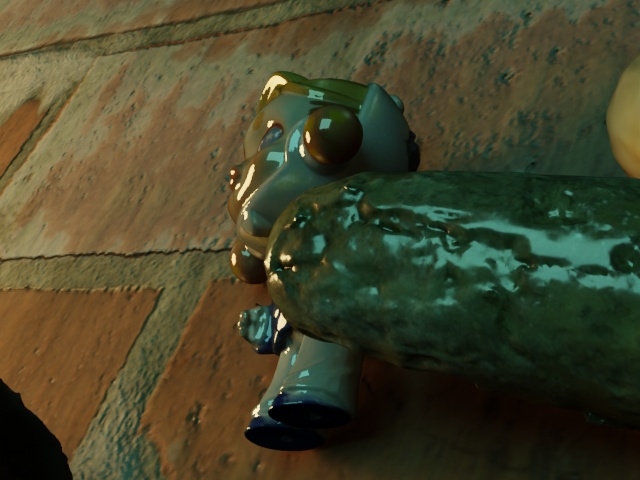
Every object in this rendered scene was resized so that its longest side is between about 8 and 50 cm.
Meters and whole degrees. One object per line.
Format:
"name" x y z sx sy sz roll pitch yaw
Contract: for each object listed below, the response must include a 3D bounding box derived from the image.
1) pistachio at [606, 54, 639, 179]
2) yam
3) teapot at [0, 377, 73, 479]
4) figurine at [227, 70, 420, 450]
"pistachio" 0.251 -0.051 0.601 0.145 0.117 0.200 -30 35 -33
"yam" 0.124 0.030 0.563 0.330 0.133 0.133 8 54 22
"teapot" -0.350 0.229 0.672 0.362 0.305 0.376 2 71 31
"figurine" 0.003 -0.003 0.741 0.274 0.133 0.193 -99 26 -52
